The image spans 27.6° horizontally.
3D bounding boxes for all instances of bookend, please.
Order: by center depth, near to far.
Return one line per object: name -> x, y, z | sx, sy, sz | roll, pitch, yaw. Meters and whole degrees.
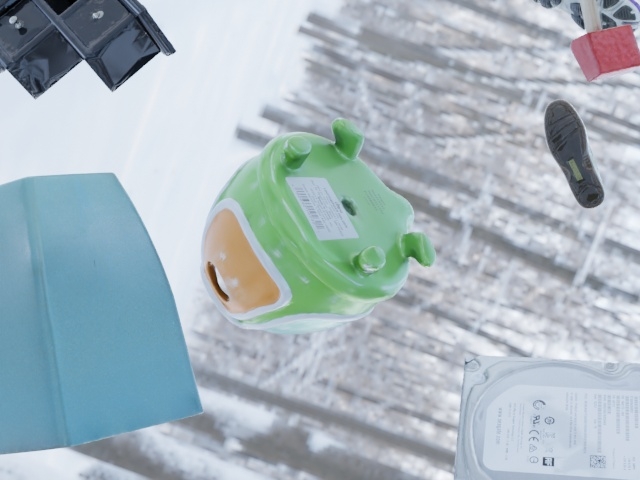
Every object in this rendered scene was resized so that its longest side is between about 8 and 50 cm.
bookend -> -0.256, -0.201, 1.312 | 0.157, 0.156, 0.072 | -40, 145, -3

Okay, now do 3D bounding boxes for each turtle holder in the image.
turtle holder -> -0.014, -0.011, 1.620 | 0.227, 0.243, 0.320 | -38, -169, 28

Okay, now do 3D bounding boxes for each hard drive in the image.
hard drive -> 0.332, 0.245, 1.555 | 0.237, 0.339, 0.064 | -76, 165, -46

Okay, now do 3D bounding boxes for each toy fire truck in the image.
toy fire truck -> 0.242, -0.247, 1.114 | 0.135, 0.047, 0.192 | 131, -56, -71

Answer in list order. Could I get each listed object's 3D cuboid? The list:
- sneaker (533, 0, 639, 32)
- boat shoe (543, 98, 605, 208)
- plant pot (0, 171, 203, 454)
sneaker -> 0.314, -0.293, 1.510 | 0.071, 0.170, 0.068 | -29, 135, -20
boat shoe -> 0.422, -0.145, 2.168 | 0.072, 0.068, 0.190 | -32, 104, -68
plant pot -> -0.238, 0.063, 1.183 | 0.165, 0.165, 0.234 | -13, -94, 40
